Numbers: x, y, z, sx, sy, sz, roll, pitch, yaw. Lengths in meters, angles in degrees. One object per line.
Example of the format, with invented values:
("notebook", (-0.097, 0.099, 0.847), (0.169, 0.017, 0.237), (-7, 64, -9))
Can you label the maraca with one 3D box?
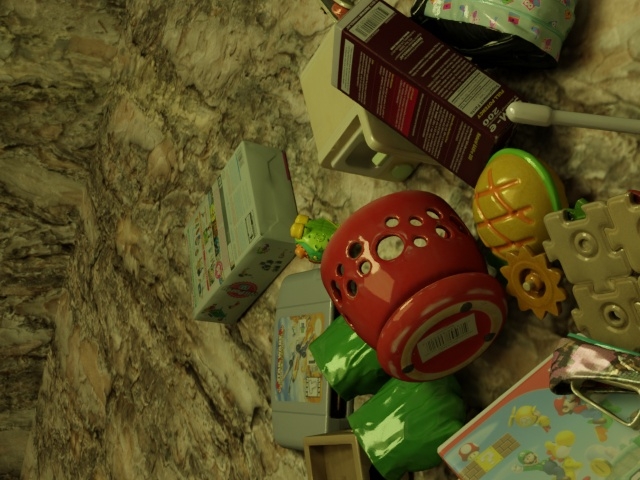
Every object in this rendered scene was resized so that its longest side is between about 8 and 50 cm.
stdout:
("maraca", (0.229, -0.017, 0.978), (0.127, 0.099, 0.185), (37, 140, 53))

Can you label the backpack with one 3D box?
("backpack", (0.215, -0.269, 1.023), (0.182, 0.152, 0.115), (27, 102, 53))

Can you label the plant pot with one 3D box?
("plant pot", (0.117, 0.064, 1.025), (0.191, 0.191, 0.174), (-61, 41, 32))

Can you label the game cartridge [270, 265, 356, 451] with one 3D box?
("game cartridge", (-0.016, 0.194, 1.391), (0.198, 0.062, 0.297), (-13, 71, 54))

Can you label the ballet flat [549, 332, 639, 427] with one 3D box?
("ballet flat", (0.309, 0.139, 0.787), (0.221, 0.077, 0.079), (4, 69, 49))

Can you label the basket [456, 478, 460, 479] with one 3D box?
("basket", (0.198, 0.309, 0.928), (0.167, 0.113, 0.103), (-51, 39, 41))

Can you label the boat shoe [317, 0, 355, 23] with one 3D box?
("boat shoe", (0.017, -0.416, 1.495), (0.137, 0.049, 0.043), (52, 129, 46))

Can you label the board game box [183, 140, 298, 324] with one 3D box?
("board game box", (-0.159, -0.008, 1.648), (0.303, 0.098, 0.224), (-47, 43, 43))

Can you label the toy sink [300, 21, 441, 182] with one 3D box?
("toy sink", (0.079, -0.172, 1.218), (0.131, 0.153, 0.234), (-50, 43, 43))

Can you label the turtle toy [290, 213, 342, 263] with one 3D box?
("turtle toy", (0.000, 0.000, 1.371), (0.130, 0.095, 0.066), (-69, -9, -72))

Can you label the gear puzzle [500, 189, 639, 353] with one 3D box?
("gear puzzle", (0.311, 0.032, 0.828), (0.339, 0.044, 0.175), (-17, 98, 55))

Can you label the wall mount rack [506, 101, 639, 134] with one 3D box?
("wall mount rack", (0.325, -0.198, 0.704), (0.304, 0.130, 0.350), (-15, 52, 41))

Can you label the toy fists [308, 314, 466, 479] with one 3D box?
("toy fists", (0.097, 0.184, 1.120), (0.142, 0.096, 0.279), (-40, 39, 6))

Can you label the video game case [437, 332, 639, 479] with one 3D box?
("video game case", (0.264, 0.221, 0.797), (0.204, 0.025, 0.285), (-38, 34, -6))

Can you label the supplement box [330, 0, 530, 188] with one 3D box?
("supplement box", (0.126, -0.182, 1.041), (0.239, 0.073, 0.130), (39, 161, 13))

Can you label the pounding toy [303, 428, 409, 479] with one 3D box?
("pounding toy", (0.076, 0.362, 1.157), (0.181, 0.094, 0.206), (-20, 74, 52))
